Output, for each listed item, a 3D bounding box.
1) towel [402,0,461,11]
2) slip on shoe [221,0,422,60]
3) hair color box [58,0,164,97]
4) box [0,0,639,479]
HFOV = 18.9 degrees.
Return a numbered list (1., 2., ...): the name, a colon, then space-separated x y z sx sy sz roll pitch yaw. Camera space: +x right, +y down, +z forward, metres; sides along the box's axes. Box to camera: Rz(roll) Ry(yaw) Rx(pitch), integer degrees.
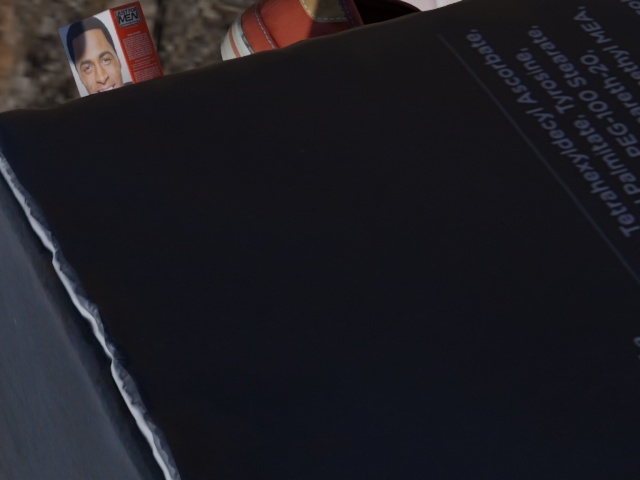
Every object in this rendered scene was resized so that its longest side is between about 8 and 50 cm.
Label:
1. towel: 0.188 -0.063 1.463 0.317 0.053 0.331 -11 106 -5
2. slip on shoe: 0.089 -0.085 1.256 0.101 0.331 0.123 -46 39 25
3. hair color box: -0.173 -0.132 1.695 0.072 0.043 0.141 -14 97 41
4. box: 0.136 0.153 0.782 0.297 0.472 0.480 56 153 36
